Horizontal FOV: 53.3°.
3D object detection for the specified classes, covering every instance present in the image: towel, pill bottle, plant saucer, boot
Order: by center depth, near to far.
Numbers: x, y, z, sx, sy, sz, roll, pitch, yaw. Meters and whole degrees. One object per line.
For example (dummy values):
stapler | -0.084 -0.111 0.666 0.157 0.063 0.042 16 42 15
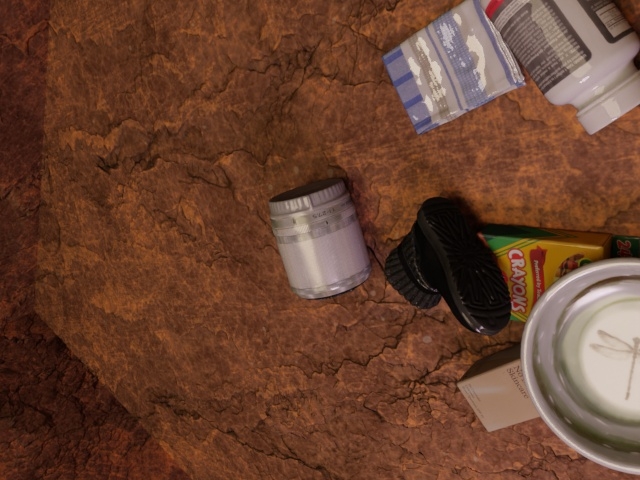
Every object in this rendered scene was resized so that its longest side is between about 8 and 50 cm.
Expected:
pill bottle | 0.441 -0.353 1.125 0.176 0.176 0.318 -38 85 44
plant saucer | 0.590 0.230 1.204 0.400 0.100 0.400 1 92 34
towel | 0.274 -0.367 1.358 0.285 0.034 0.209 -22 95 44
boot | 0.277 0.103 1.438 0.260 0.131 0.348 114 146 -49

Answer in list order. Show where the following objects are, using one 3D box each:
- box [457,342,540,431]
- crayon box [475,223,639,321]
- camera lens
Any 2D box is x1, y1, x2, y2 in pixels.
box | 0.484 0.311 1.449 0.148 0.121 0.311 56 134 5
crayon box | 0.497 0.079 1.355 0.318 0.081 0.202 6 114 38
camera lens | 0.000 0.000 1.636 0.219 0.219 0.274 -6 106 41
